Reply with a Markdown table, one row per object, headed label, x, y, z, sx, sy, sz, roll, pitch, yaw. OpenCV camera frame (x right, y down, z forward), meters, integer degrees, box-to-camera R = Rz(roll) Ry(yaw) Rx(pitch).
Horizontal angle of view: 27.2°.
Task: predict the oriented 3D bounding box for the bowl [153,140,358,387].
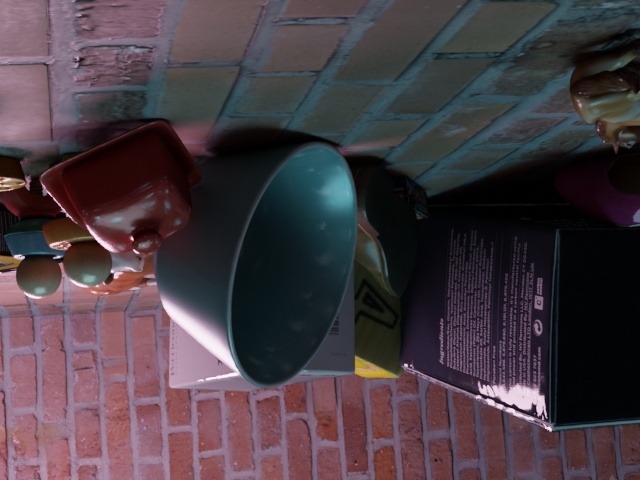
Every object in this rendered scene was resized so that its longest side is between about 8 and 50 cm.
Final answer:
| label | x | y | z | sx | sy | sz | roll | pitch | yaw |
| --- | --- | --- | --- | --- | --- | --- | --- | --- | --- |
| bowl | -0.096 | 0.015 | 1.659 | 0.163 | 0.312 | 0.311 | 14 | -179 | 26 |

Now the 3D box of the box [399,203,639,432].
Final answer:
| label | x | y | z | sx | sy | sz | roll | pitch | yaw |
| --- | --- | --- | --- | --- | --- | --- | --- | --- | --- |
| box | 0.441 | 0.098 | 2.090 | 0.479 | 0.297 | 0.472 | -1 | -176 | -23 |

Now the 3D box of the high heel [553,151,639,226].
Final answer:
| label | x | y | z | sx | sy | sz | roll | pitch | yaw |
| --- | --- | --- | --- | --- | --- | --- | --- | --- | --- |
| high heel | 0.472 | -0.115 | 1.759 | 0.377 | 0.127 | 0.181 | 4 | 135 | 34 |

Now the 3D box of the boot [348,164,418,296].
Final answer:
| label | x | y | z | sx | sy | sz | roll | pitch | yaw |
| --- | --- | --- | --- | --- | --- | --- | --- | --- | --- |
| boot | 0.062 | -0.019 | 1.885 | 0.115 | 0.112 | 0.305 | 9 | 154 | 24 |

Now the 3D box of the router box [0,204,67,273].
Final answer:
| label | x | y | z | sx | sy | sz | roll | pitch | yaw |
| --- | --- | --- | --- | --- | --- | --- | --- | --- | --- |
| router box | -0.574 | 0.007 | 1.986 | 0.308 | 0.081 | 0.243 | -9 | 171 | 35 |

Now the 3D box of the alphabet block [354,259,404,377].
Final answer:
| label | x | y | z | sx | sy | sz | roll | pitch | yaw |
| --- | --- | --- | --- | --- | --- | --- | --- | --- | --- |
| alphabet block | 0.064 | 0.116 | 2.320 | 0.193 | 0.197 | 0.192 | 25 | 168 | -12 |

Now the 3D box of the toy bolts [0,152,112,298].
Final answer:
| label | x | y | z | sx | sy | sz | roll | pitch | yaw |
| --- | --- | --- | --- | --- | --- | --- | --- | --- | --- |
| toy bolts | -0.368 | -0.010 | 1.667 | 0.218 | 0.159 | 0.228 | -1 | 172 | -21 |

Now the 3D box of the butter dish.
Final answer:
| label | x | y | z | sx | sy | sz | roll | pitch | yaw |
| --- | --- | --- | --- | --- | --- | --- | --- | --- | --- |
| butter dish | -0.210 | -0.038 | 1.492 | 0.160 | 0.118 | 0.160 | -25 | 152 | 1 |

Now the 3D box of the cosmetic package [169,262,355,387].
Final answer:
| label | x | y | z | sx | sy | sz | roll | pitch | yaw |
| --- | --- | --- | --- | --- | --- | --- | --- | --- | --- |
| cosmetic package | -0.108 | 0.123 | 2.187 | 0.161 | 0.230 | 0.453 | 4 | 169 | -23 |

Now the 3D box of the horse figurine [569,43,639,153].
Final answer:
| label | x | y | z | sx | sy | sz | roll | pitch | yaw |
| --- | --- | --- | --- | --- | --- | --- | --- | --- | --- |
| horse figurine | 0.324 | -0.152 | 1.341 | 0.174 | 0.066 | 0.263 | -16 | 170 | 33 |

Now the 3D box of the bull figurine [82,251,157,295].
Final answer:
| label | x | y | z | sx | sy | sz | roll | pitch | yaw |
| --- | --- | --- | --- | --- | --- | --- | --- | --- | --- |
| bull figurine | -0.320 | 0.032 | 2.245 | 0.188 | 0.101 | 0.310 | -3 | 172 | -25 |

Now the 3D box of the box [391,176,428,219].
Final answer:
| label | x | y | z | sx | sy | sz | roll | pitch | yaw |
| --- | --- | --- | --- | --- | --- | --- | --- | --- | --- |
| box | 0.036 | -0.052 | 2.014 | 0.233 | 0.044 | 0.159 | -6 | 171 | 15 |
